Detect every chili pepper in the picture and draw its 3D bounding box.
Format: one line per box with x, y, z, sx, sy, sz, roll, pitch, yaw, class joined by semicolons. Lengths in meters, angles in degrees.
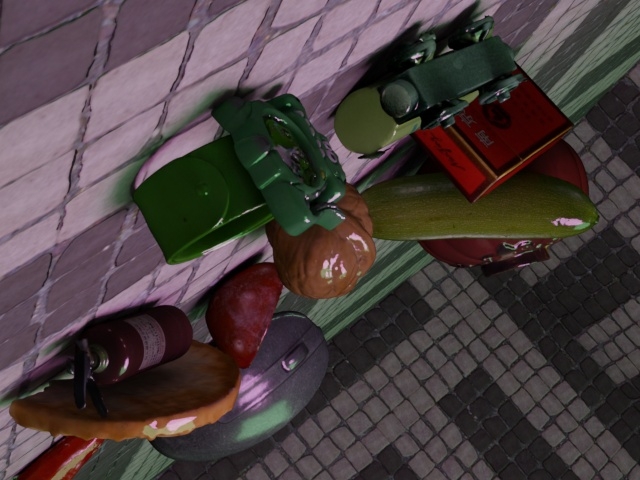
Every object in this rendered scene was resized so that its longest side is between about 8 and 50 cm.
-0.385;0.333;1.643;0.169;0.065;0.088;-43;173;-8;chili pepper

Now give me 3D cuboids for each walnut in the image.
0.000;0.000;1.360;0.166;0.149;0.167;15;90;-79;walnut

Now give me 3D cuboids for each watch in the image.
-0.071;-0.038;0.923;0.152;0.131;0.165;-33;176;21;watch

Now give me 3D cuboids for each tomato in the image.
-0.114;0.095;1.518;0.159;0.091;0.139;-66;-172;-15;tomato

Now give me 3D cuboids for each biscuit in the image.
-0.205;0.182;1.276;0.309;0.204;0.040;-26;123;-63;biscuit

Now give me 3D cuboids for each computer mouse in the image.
-0.146;0.273;1.916;0.374;0.203;0.114;-35;-166;-4;computer mouse

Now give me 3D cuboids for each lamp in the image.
0.293;-0.075;1.773;0.303;0.257;0.303;-14;175;-1;lamp

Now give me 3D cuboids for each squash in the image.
0.212;-0.051;1.581;0.395;0.107;0.107;-2;-179;14;squash

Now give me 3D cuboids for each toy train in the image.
0.119;-0.167;1.195;0.157;0.105;0.253;-29;-179;41;toy train

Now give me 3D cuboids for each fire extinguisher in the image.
-0.221;0.135;1.212;0.071;0.099;0.231;-16;-179;19;fire extinguisher

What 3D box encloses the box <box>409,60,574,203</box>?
0.245;-0.166;1.521;0.239;0.153;0.074;-32;172;-44;box
